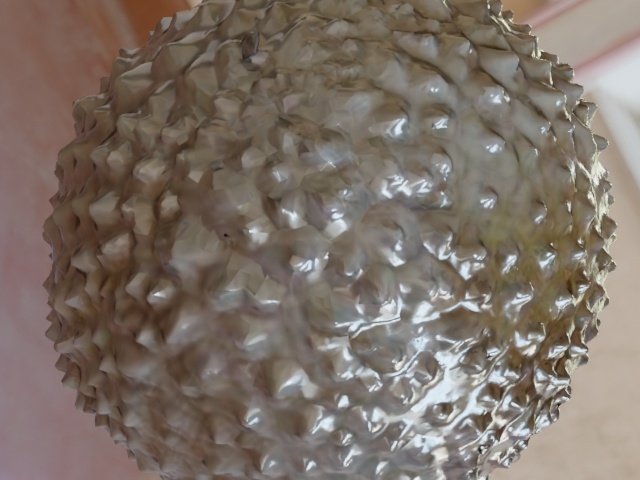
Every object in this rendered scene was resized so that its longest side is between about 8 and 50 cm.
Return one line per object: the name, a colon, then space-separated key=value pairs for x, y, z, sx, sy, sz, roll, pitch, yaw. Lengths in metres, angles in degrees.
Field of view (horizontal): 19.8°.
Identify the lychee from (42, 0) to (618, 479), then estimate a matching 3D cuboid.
lychee: x=0.001 y=0.006 z=0.898 sx=0.300 sy=0.300 sz=0.300 roll=51 pitch=22 yaw=-30
